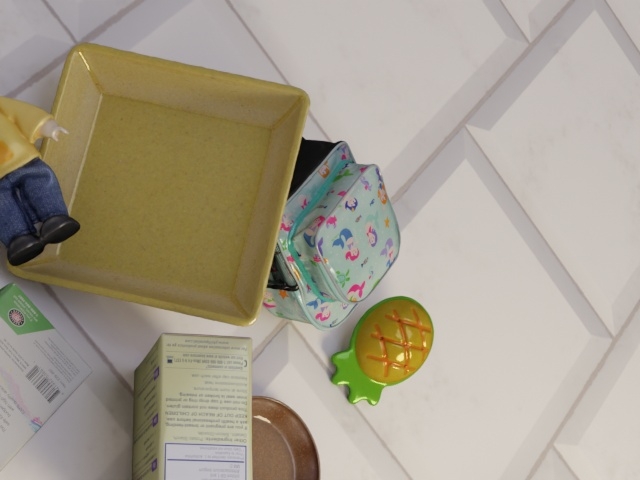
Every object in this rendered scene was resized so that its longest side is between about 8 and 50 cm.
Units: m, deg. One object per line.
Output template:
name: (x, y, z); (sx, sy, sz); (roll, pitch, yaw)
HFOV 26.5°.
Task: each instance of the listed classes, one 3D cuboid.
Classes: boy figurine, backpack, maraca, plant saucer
boy figurine: (-0.408, -0.116, 1.719); (0.177, 0.092, 0.285); (-29, 83, -6)
backpack: (0.000, 0.000, 1.964); (0.225, 0.191, 0.253); (-50, 140, -34)
maraca: (0.096, 0.167, 2.070); (0.186, 0.099, 0.127); (-44, 103, -13)
plant saucer: (-0.207, -0.069, 1.800); (0.333, 0.081, 0.332); (12, 76, 3)
plant saucer: (-0.087, 0.318, 1.900); (0.199, 0.036, 0.198); (16, 65, -36)

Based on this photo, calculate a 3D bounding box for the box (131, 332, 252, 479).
box: (-0.165, 0.260, 1.719); (0.117, 0.213, 0.243); (5, 70, -16)

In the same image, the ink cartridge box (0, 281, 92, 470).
ink cartridge box: (-0.408, 0.181, 1.643); (0.154, 0.093, 0.212); (51, 48, -13)
